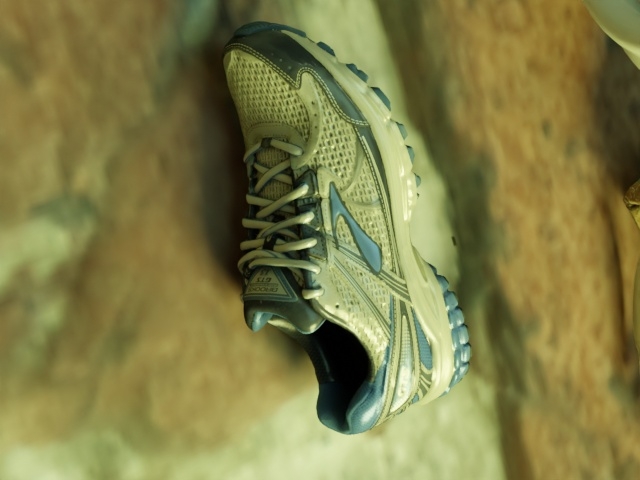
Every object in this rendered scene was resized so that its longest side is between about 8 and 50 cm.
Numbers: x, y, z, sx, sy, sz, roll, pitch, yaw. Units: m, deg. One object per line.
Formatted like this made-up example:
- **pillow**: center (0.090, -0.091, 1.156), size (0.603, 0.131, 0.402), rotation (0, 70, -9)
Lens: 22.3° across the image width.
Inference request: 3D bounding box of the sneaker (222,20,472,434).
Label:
- **sneaker**: center (0.000, 0.000, 0.492), size (0.058, 0.052, 0.135), rotation (-35, 109, -32)

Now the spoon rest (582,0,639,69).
- **spoon rest**: center (0.135, -0.175, 0.605), size (0.137, 0.084, 0.276), rotation (34, 53, -49)

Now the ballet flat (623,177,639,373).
- **ballet flat**: center (0.157, 0.061, 0.623), size (0.067, 0.073, 0.206), rotation (-16, 96, -12)
